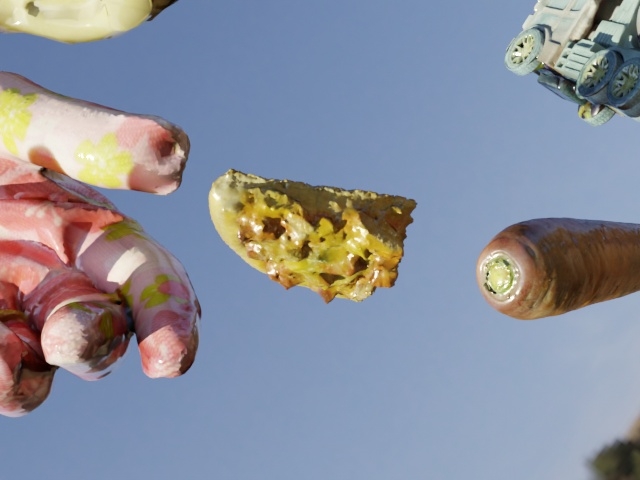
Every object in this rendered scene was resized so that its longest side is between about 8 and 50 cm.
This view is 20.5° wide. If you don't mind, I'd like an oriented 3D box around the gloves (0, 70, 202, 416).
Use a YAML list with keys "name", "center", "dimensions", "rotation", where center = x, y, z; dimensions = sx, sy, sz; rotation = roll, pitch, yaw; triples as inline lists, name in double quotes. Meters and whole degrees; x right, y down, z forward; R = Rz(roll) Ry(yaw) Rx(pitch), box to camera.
- name: "gloves"
  center: [-0.131, 0.011, 0.754]
  dimensions: [0.145, 0.241, 0.126]
  rotation: [-47, -35, -20]

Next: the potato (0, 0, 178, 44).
- name: "potato"
  center: [-0.177, -0.267, 0.995]
  dimensions: [0.242, 0.285, 0.242]
  rotation: [-44, 28, 31]

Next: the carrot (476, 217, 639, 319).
- name: "carrot"
  center: [0.086, 0.007, 0.574]
  dimensions: [0.093, 0.032, 0.032]
  rotation: [-4, -50, -46]

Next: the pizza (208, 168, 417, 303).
- name: "pizza"
  center: [0.000, 0.000, 1.182]
  dimensions: [0.175, 0.134, 0.046]
  rotation: [27, -121, -43]

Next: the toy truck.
- name: "toy truck"
  center: [0.261, -0.152, 1.375]
  dimensions: [0.108, 0.256, 0.140]
  rotation: [29, -88, -28]
